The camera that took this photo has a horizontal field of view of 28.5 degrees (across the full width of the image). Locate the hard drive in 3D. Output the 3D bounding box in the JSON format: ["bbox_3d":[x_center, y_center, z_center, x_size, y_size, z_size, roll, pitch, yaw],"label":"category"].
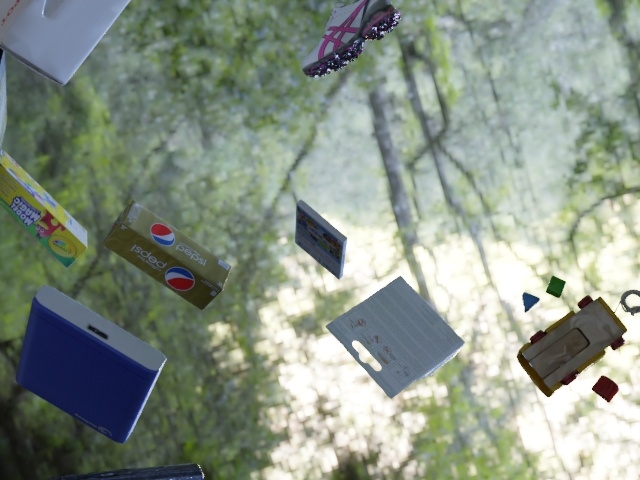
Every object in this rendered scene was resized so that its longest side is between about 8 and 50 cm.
[{"bbox_3d":[-0.364,0.200,1.951,0.040,0.210,0.319,-60,-179,-32],"label":"hard drive"}]

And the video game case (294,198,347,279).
[{"bbox_3d":[0.000,0.000,1.737,0.011,0.087,0.122,-44,163,-20],"label":"video game case"}]

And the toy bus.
[{"bbox_3d":[0.422,0.170,2.081,0.202,0.191,0.104,9,164,6],"label":"toy bus"}]

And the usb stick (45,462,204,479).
[{"bbox_3d":[-0.280,0.350,1.772,0.077,0.045,0.278,-40,152,31],"label":"usb stick"}]

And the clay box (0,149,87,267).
[{"bbox_3d":[-0.473,-0.061,2.041,0.053,0.222,0.127,-44,-163,1],"label":"clay box"}]

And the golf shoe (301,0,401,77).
[{"bbox_3d":[0.039,-0.340,2.056,0.186,0.086,0.067,-36,164,13],"label":"golf shoe"}]

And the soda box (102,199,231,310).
[{"bbox_3d":[-0.225,0.022,1.853,0.061,0.181,0.058,-44,-163,37],"label":"soda box"}]

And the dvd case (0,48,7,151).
[{"bbox_3d":[-0.479,-0.154,1.817,0.022,0.180,0.253,9,157,-10],"label":"dvd case"}]

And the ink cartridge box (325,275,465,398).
[{"bbox_3d":[0.135,0.188,2.368,0.232,0.189,0.066,-33,162,-36],"label":"ink cartridge box"}]

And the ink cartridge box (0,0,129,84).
[{"bbox_3d":[-0.372,-0.370,1.766,0.207,0.117,0.283,-50,-144,10],"label":"ink cartridge box"}]
